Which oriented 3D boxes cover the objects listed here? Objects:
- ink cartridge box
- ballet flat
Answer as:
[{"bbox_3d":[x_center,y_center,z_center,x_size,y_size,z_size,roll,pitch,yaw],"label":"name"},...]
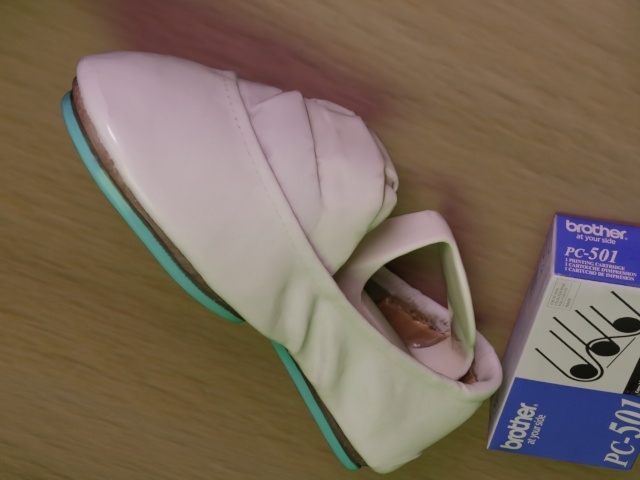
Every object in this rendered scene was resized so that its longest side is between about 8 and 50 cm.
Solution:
[{"bbox_3d":[0.167,0.066,1.213,0.097,0.046,0.207,9,145,-2],"label":"ink cartridge box"},{"bbox_3d":[0.000,0.000,1.095,0.139,0.139,0.400,-9,147,20],"label":"ballet flat"}]
